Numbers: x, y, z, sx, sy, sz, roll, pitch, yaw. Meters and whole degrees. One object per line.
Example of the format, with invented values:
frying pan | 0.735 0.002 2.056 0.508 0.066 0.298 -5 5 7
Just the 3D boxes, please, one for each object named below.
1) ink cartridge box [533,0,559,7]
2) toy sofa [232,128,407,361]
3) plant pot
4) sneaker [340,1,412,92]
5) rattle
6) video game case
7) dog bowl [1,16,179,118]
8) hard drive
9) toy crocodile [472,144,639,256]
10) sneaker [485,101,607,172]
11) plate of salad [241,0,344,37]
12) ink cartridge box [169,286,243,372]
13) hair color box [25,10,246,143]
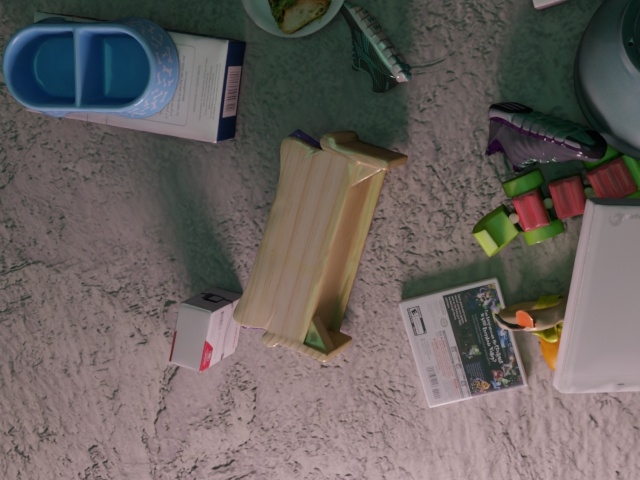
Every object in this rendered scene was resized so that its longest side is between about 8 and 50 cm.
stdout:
ink cartridge box | 0.372 -0.472 1.682 0.148 0.086 0.203 -15 94 16
toy sofa | 0.000 0.000 1.813 0.177 0.150 0.362 19 103 15
plant pot | 0.513 -0.271 1.583 0.293 0.196 0.293 -2 80 12
sneaker | 0.073 -0.311 1.795 0.076 0.065 0.166 -37 84 25
rattle | 0.336 0.161 1.729 0.130 0.200 0.142 6 100 13
video game case | 0.239 0.171 1.848 0.173 0.022 0.190 -15 94 16
dog bowl | -0.381 -0.280 1.792 0.297 0.074 0.166 3 100 14
hard drive | 0.479 0.087 1.701 0.203 0.040 0.307 0 110 -17
toy crocodile | 0.399 -0.073 1.728 0.341 0.105 0.115 -22 93 15
sneaker | 0.348 -0.142 1.712 0.224 0.083 0.098 33 123 47
plate of salad | -0.048 -0.432 1.800 0.200 0.048 0.199 2 94 21
ink cartridge box | -0.191 0.149 1.882 0.063 0.150 0.109 14 102 15
hair color box | -0.312 -0.278 1.868 0.347 0.105 0.174 11 101 12
